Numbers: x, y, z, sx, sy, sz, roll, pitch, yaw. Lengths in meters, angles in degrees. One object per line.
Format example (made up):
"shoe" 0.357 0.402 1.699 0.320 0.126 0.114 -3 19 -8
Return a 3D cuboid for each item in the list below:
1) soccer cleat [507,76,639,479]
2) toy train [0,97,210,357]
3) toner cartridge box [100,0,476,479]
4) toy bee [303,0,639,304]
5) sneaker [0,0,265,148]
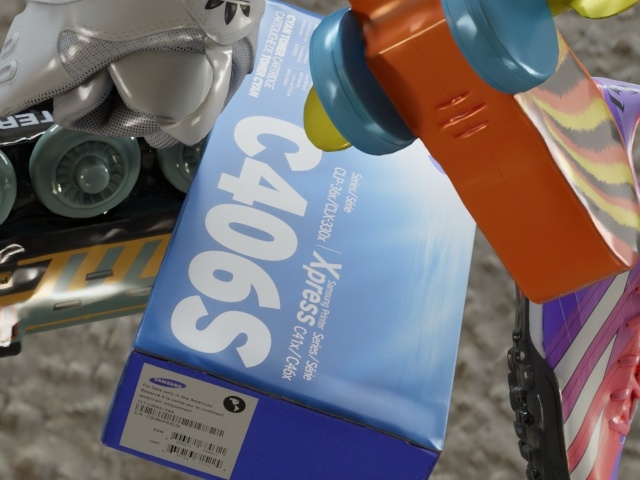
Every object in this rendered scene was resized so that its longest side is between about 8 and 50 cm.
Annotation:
"soccer cleat" 0.182 0.049 1.223 0.116 0.108 0.318 -4 86 -2
"toy train" -0.175 -0.023 1.285 0.334 0.190 0.142 -11 34 -22
"toner cartridge box" 0.000 0.000 1.057 0.165 0.075 0.348 20 38 -5
"toy bee" 0.064 -0.123 0.852 0.195 0.298 0.162 -4 40 21
"sneaker" -0.149 -0.171 1.050 0.137 0.366 0.210 10 93 -43
